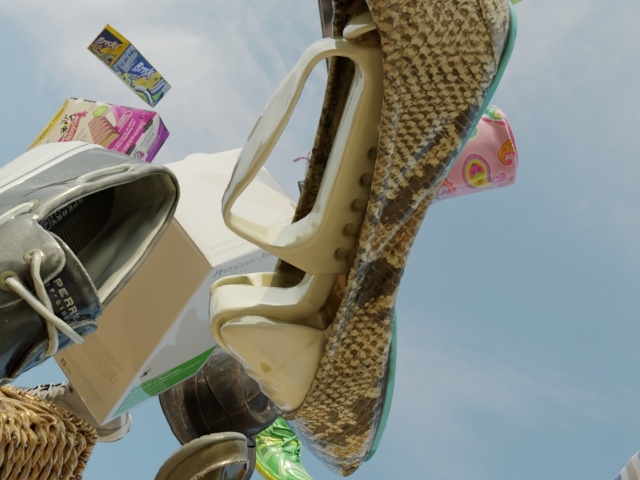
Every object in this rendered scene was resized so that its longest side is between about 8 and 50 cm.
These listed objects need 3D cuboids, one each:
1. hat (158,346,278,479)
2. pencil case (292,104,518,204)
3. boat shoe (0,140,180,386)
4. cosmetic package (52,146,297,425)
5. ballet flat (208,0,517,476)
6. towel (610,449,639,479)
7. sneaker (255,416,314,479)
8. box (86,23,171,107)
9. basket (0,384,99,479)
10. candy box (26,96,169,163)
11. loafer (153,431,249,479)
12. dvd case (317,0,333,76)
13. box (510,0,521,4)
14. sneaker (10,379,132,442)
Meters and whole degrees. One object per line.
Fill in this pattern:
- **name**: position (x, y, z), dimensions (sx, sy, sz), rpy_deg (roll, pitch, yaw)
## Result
- **hat**: position (-0.146, 0.254, 1.271), dimensions (0.134, 0.331, 0.331), rpy_deg (-28, -93, 13)
- **pencil case**: position (0.111, -0.094, 0.965), dimensions (0.284, 0.124, 0.124), rpy_deg (-15, -85, 1)
- **boat shoe**: position (-0.198, 0.024, 0.468), dimensions (0.119, 0.335, 0.121), rpy_deg (1, -53, 18)
- **cosmetic package**: position (-0.197, 0.062, 0.963), dimensions (0.155, 0.197, 0.365), rpy_deg (51, -51, 13)
- **ballet flat**: position (0.000, 0.000, 0.600), dimensions (0.164, 0.182, 0.483), rpy_deg (52, -46, 51)
- **towel**: position (0.549, 0.429, 1.191), dimensions (0.034, 0.209, 0.285), rpy_deg (8, -43, -3)
- **sneaker**: position (-0.087, 0.420, 1.505), dimensions (0.123, 0.109, 0.295), rpy_deg (-45, -130, -3)
- **box**: position (-0.313, -0.285, 1.211), dimensions (0.059, 0.169, 0.054), rpy_deg (40, -93, 16)
- **basket**: position (-0.450, 0.302, 0.840), dimensions (0.213, 0.223, 0.299), rpy_deg (20, -97, 31)
- **candy box**: position (-0.443, -0.196, 1.457), dimensions (0.233, 0.159, 0.071), rpy_deg (12, -31, 24)
- **loafer**: position (-0.136, 0.304, 0.756), dimensions (0.087, 0.094, 0.251), rpy_deg (46, -64, 39)
- **dvd case**: position (0.083, -0.260, 0.990), dimensions (0.018, 0.164, 0.221), rpy_deg (-160, -120, -67)
- **box**: position (0.235, -0.542, 1.291), dimensions (0.058, 0.232, 0.322), rpy_deg (25, -40, 54)
- **sneaker**: position (-0.394, 0.220, 1.102), dimensions (0.228, 0.086, 0.132), rpy_deg (11, -63, -7)
